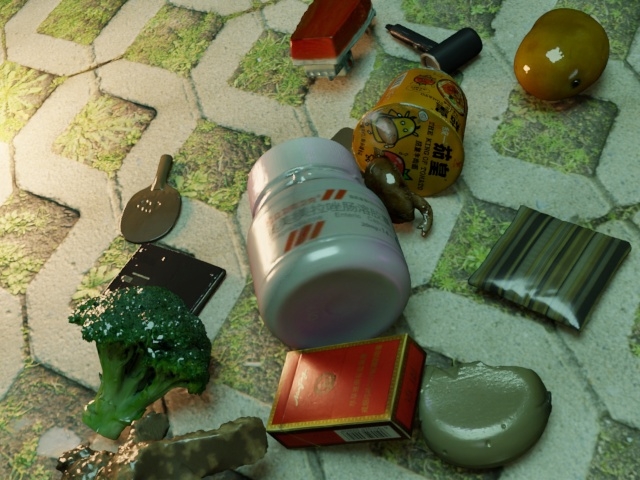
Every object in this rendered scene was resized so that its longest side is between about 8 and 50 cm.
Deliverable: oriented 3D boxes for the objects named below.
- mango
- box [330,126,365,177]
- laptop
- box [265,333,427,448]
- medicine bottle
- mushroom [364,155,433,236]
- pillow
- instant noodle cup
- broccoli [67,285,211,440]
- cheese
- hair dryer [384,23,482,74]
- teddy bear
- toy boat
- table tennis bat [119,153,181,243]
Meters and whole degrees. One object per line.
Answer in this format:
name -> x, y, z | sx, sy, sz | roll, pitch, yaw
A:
mango -> 0.492, -0.381, 1.756 | 0.175, 0.139, 0.254 | 18, 52, 20
box -> 0.071, -0.178, 1.776 | 0.126, 0.031, 0.091 | 26, 62, 32
laptop -> -0.299, 0.081, 1.668 | 0.207, 0.026, 0.154 | 18, 59, 28
box -> 0.039, 0.238, 1.361 | 0.240, 0.074, 0.153 | -14, 49, 35
medicine bottle -> 0.000, 0.000, 1.499 | 0.256, 0.256, 0.325 | -16, 47, 2
mushroom -> 0.139, -0.076, 1.611 | 0.080, 0.135, 0.170 | -43, 82, -3
pillow -> 0.390, 0.042, 1.489 | 0.212, 0.052, 0.208 | 24, 59, 28
instant noodle cup -> 0.186, -0.217, 1.671 | 0.215, 0.216, 0.172 | 6, 44, 20
broccoli -> -0.318, 0.201, 1.475 | 0.254, 0.269, 0.269 | 27, 55, -9
cheese -> 0.251, 0.259, 1.323 | 0.202, 0.091, 0.175 | -8, 49, 7
hair dryer -> 0.236, -0.449, 1.939 | 0.128, 0.070, 0.255 | -34, 46, -14
teddy bear -> -0.238, 0.384, 1.334 | 0.296, 0.222, 0.246 | -2, 77, -26
toy boat -> 0.044, -0.475, 1.978 | 0.145, 0.133, 0.332 | 2, 41, 23
table tennis bat -> -0.346, -0.088, 1.829 | 0.131, 0.022, 0.234 | -2, 53, 15
